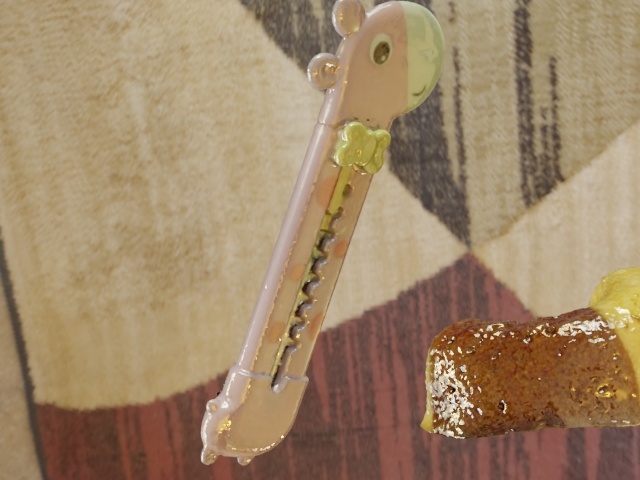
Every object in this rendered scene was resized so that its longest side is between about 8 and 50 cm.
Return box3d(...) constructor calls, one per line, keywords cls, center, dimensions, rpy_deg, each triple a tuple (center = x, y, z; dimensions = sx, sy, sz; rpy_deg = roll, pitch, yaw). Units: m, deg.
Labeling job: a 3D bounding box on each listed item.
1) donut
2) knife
box3d(cls="donut", center=(0.239, 0.109, 1.102), dimensions=(0.295, 0.151, 0.112), rpy_deg=(-19, 102, -11))
box3d(cls="knife", center=(0.000, 0.000, 0.931), dimensions=(0.132, 0.038, 0.399), rpy_deg=(12, 103, -40))
